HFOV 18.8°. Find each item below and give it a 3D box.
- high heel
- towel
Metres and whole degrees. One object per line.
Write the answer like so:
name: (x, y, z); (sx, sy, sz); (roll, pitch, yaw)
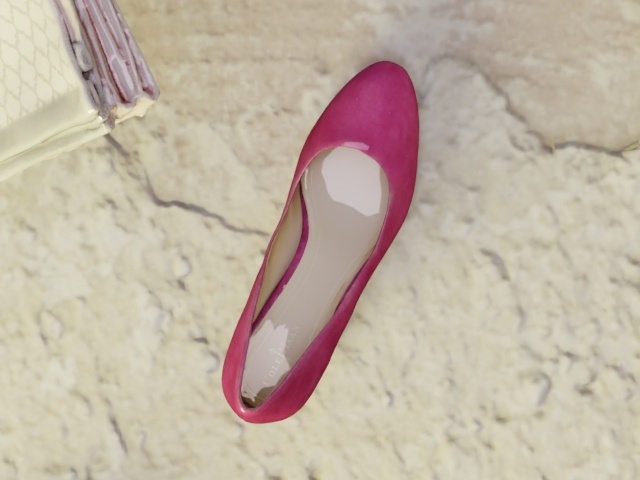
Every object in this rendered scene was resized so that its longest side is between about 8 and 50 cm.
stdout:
high heel: (0.000, 0.000, 1.232); (0.082, 0.117, 0.244); (27, 95, 3)
towel: (-0.262, -0.171, 1.140); (0.332, 0.053, 0.317); (-21, 97, 50)
